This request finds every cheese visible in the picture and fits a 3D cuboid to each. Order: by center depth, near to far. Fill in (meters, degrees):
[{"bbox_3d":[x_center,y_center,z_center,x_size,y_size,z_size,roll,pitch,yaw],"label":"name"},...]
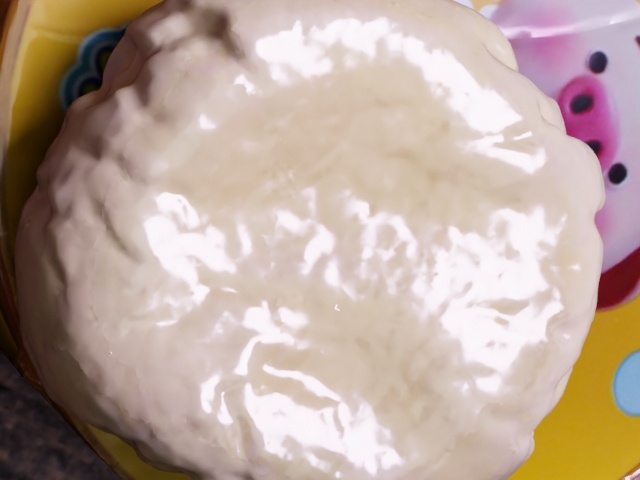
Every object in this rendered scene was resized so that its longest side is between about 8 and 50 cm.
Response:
[{"bbox_3d":[0.000,0.000,0.724,0.226,0.117,0.214,22,88,-22],"label":"cheese"}]

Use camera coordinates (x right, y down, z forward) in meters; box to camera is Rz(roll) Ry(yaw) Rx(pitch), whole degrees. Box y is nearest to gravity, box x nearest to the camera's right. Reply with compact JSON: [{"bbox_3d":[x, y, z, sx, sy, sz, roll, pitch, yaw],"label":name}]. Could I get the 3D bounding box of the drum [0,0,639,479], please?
[{"bbox_3d":[0.013,-0.067,0.891,0.431,0.214,0.431,-6,106,-22],"label":"drum"}]
